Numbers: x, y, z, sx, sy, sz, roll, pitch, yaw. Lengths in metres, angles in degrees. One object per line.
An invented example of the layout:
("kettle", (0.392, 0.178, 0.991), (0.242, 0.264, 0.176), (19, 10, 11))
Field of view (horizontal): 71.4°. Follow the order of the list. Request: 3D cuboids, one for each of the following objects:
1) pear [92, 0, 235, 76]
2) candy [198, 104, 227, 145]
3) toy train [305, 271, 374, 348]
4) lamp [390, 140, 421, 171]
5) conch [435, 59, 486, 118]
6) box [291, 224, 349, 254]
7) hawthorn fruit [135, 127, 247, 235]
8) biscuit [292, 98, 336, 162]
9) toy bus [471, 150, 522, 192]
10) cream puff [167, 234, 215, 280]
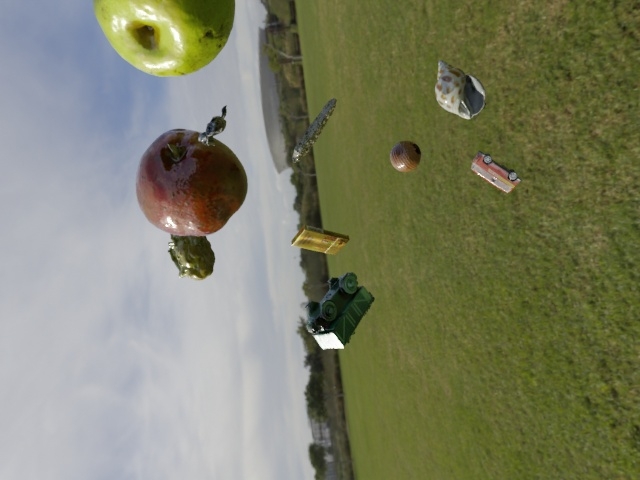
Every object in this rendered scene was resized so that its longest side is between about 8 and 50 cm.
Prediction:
("pear", (-0.409, -0.657, 1.207), (0.391, 0.390, 0.391), (172, 90, -88))
("candy", (-0.312, -0.347, 1.345), (0.094, 0.051, 0.226), (-52, 17, 22))
("toy train", (0.061, 0.214, 1.406), (0.154, 0.115, 0.269), (53, -134, -13))
("lamp", (0.362, -0.360, 1.903), (0.136, 0.136, 0.137), (172, 90, -88))
("conch", (0.592, -0.662, 1.945), (0.275, 0.182, 0.149), (59, -172, -17))
("box", (0.000, 0.000, 1.337), (0.089, 0.156, 0.022), (-45, 41, 42))
("hawthorn fruit", (-0.471, -0.218, 1.583), (0.403, 0.402, 0.403), (172, 90, -88))
("biscuit", (-0.026, -0.427, 1.773), (0.290, 0.038, 0.141), (-55, -4, 0))
("toy bus", (0.599, -0.237, 1.534), (0.077, 0.174, 0.079), (-58, -3, 24))
("cream puff", (-0.621, 0.064, 2.085), (0.282, 0.185, 0.282), (-22, -90, -82))
